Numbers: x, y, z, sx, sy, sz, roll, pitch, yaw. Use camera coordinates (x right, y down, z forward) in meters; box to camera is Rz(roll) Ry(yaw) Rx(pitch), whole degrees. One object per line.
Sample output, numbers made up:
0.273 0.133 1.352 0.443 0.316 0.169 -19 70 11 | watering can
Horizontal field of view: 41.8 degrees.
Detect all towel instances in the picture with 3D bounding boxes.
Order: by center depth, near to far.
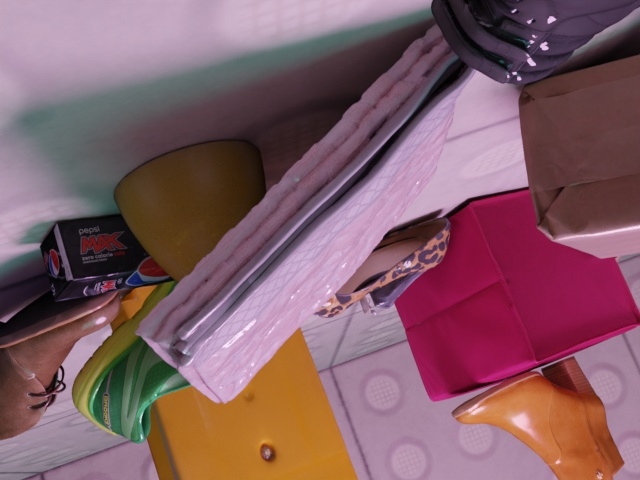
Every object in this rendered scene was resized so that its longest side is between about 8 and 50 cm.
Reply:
0.000 0.000 0.731 0.332 0.053 0.317 -46 170 -11 | towel

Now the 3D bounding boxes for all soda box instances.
-0.171 0.010 0.794 0.168 0.060 0.053 -9 161 -39 | soda box

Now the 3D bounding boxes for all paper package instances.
0.403 -0.091 0.892 0.309 0.168 0.324 -11 171 25 | paper package

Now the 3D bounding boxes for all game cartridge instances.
-0.108 0.204 1.075 0.285 0.324 0.052 -4 156 -49 | game cartridge

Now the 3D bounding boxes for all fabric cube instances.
0.299 0.084 1.347 0.254 0.259 0.258 -10 164 -34 | fabric cube

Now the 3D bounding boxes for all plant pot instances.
-0.101 -0.013 0.731 0.134 0.095 0.134 -19 167 -5 | plant pot

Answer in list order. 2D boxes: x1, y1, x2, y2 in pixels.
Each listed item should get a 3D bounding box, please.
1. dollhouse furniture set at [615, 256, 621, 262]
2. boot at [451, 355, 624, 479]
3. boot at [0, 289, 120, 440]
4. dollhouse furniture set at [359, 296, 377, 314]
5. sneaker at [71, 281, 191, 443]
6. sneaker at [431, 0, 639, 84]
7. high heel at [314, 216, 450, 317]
0.454 -0.051 1.420 0.128 0.129 0.184 -13 135 -32 | dollhouse furniture set
0.354 0.311 1.311 0.295 0.211 0.104 -10 161 -35 | boot
-0.296 0.126 0.884 0.305 0.115 0.112 -27 -170 34 | boot
0.069 0.080 1.369 0.090 0.081 0.114 -15 165 -21 | dollhouse furniture set
-0.137 0.096 0.918 0.295 0.123 0.109 -48 178 1 | sneaker
0.107 -0.151 0.475 0.295 0.105 0.147 -12 159 -47 | sneaker
0.061 0.022 1.194 0.261 0.093 0.186 4 135 -42 | high heel
